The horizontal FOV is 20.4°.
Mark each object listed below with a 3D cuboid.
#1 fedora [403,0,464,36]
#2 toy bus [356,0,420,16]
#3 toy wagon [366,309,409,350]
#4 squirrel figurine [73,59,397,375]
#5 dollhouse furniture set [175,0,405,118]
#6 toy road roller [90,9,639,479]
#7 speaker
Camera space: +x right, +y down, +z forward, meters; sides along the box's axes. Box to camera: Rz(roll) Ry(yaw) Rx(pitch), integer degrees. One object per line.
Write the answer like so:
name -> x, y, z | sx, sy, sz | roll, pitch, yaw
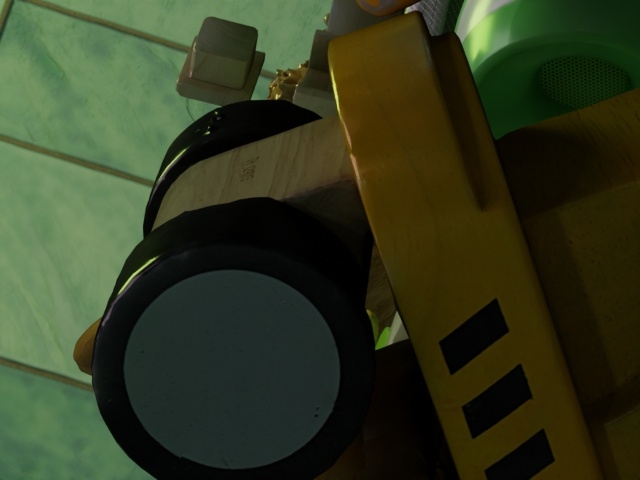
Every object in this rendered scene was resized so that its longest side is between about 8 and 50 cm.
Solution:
fedora -> 0.108, -0.106, 1.134 | 0.275, 0.124, 0.244 | 101, -176, -61
toy bus -> 0.095, -0.211, 0.746 | 0.332, 0.108, 0.130 | -41, 14, -31
toy wagon -> 0.050, 0.116, 1.024 | 0.344, 0.068, 0.267 | -90, 16, -78
squirrel figurine -> 0.000, 0.000, 1.733 | 0.397, 0.281, 0.370 | -50, 8, 43
dollhouse furniture set -> -0.123, -0.162, 1.201 | 0.174, 0.355, 0.303 | 102, -177, -47
toy road roller -> 0.074, 0.074, 0.675 | 0.202, 0.240, 0.329 | -85, -25, -72
speaker -> 0.141, -0.160, 0.893 | 0.131, 0.131, 0.296 | 111, 174, -49
